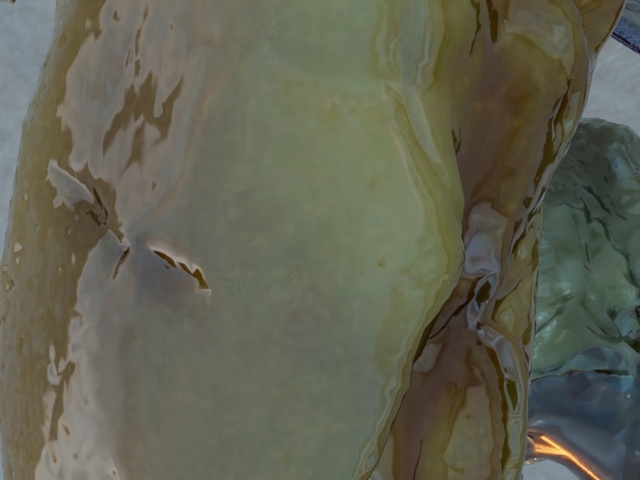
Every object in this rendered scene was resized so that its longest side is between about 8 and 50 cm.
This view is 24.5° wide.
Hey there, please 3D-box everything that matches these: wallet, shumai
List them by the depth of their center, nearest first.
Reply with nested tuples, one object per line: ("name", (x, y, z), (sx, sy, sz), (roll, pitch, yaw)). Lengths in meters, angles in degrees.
("shumai", (0.187, 0.034, 0.979), (0.222, 0.272, 0.203), (23, 165, -19))
("wallet", (0.257, -0.204, 1.320), (0.166, 0.111, 0.030), (33, 117, 11))

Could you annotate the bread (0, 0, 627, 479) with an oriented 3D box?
("bread", (-0.009, -0.038, 0.439), (0.195, 0.149, 0.344), (14, 93, 60))

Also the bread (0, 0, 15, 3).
("bread", (-0.232, -0.216, 0.998), (0.043, 0.062, 0.109), (-4, 142, 0))
